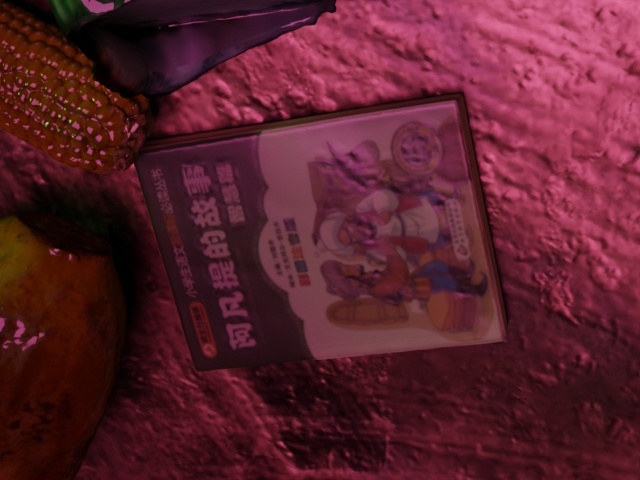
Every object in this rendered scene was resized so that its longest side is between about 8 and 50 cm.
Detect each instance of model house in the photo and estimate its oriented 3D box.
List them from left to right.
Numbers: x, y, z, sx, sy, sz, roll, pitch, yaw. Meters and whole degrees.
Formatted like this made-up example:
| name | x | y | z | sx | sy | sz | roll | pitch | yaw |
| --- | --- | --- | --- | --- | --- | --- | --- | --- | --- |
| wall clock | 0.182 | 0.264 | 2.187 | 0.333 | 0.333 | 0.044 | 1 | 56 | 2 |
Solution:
| name | x | y | z | sx | sy | sz | roll | pitch | yaw |
| --- | --- | --- | --- | --- | --- | --- | --- | --- | --- |
| model house | -0.120 | -0.257 | 0.894 | 0.184 | 0.253 | 0.291 | -26 | 88 | 4 |

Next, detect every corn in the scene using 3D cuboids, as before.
| name | x | y | z | sx | sy | sz | roll | pitch | yaw |
| --- | --- | --- | --- | --- | --- | --- | --- | --- | --- |
| corn | -0.245 | -0.137 | 1.041 | 0.260 | 0.091 | 0.091 | 28 | 136 | 5 |

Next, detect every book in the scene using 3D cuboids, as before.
| name | x | y | z | sx | sy | sz | roll | pitch | yaw |
| --- | --- | --- | --- | --- | --- | --- | --- | --- | --- |
| book | 0.000 | 0.000 | 1.076 | 0.264 | 0.027 | 0.202 | -7 | 113 | 17 |

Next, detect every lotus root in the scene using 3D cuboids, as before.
| name | x | y | z | sx | sy | sz | roll | pitch | yaw |
| --- | --- | --- | --- | --- | --- | --- | --- | --- | --- |
| lotus root | -0.261 | 0.098 | 1.120 | 0.193 | 0.193 | 0.291 | 28 | 121 | 1 |
